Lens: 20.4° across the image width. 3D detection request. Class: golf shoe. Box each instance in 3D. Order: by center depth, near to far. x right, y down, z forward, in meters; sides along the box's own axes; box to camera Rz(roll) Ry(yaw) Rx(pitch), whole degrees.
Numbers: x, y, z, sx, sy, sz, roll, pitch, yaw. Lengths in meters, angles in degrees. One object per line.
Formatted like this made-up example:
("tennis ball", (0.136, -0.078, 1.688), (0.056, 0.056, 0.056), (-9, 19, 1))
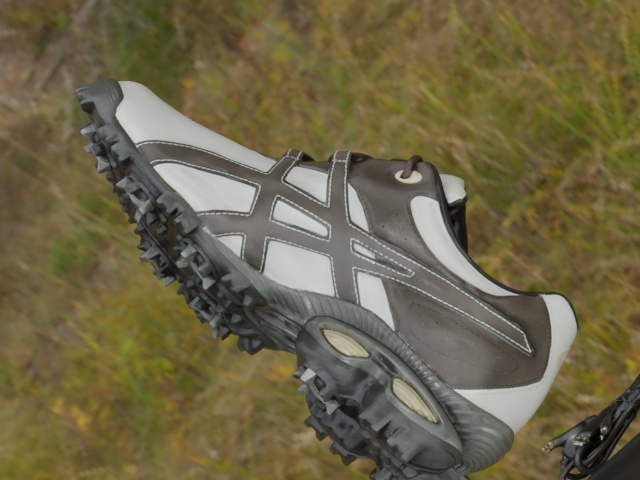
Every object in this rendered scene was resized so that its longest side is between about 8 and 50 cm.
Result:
("golf shoe", (0.000, 0.000, 0.609), (0.094, 0.077, 0.198), (-42, 70, -14))

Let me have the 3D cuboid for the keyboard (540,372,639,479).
("keyboard", (0.257, 0.093, 1.090), (0.317, 0.033, 0.201), (-36, 16, -23))
